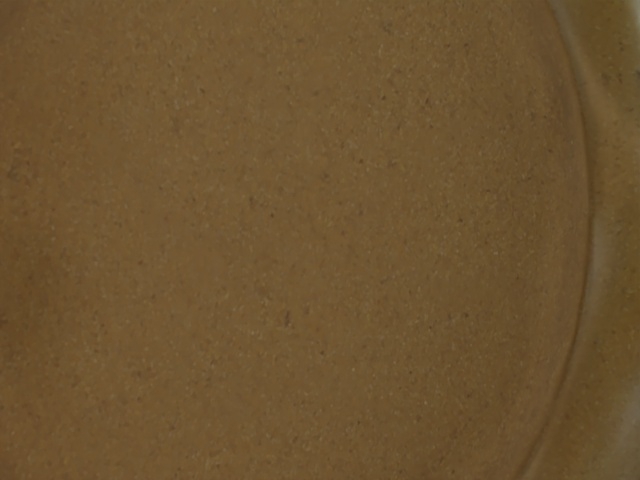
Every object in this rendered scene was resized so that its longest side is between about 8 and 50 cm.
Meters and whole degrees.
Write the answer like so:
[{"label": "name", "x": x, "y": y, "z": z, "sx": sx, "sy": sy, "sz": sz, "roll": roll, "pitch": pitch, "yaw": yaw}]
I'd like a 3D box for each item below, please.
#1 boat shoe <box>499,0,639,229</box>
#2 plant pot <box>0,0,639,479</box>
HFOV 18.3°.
[{"label": "boat shoe", "x": 0.021, "y": -0.095, "z": 0.544, "sx": 0.335, "sy": 0.112, "sz": 0.095, "roll": 33, "pitch": -155, "yaw": -13}, {"label": "plant pot", "x": 0.000, "y": 0.000, "z": 0.453, "sx": 0.236, "sy": 0.032, "sz": 0.236, "roll": -4, "pitch": -84, "yaw": -39}]
